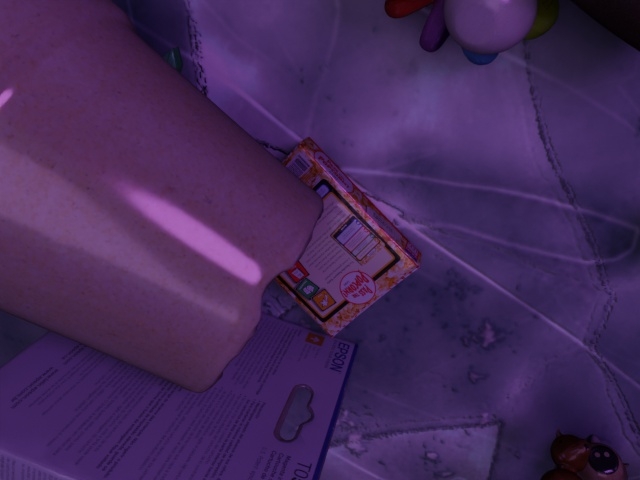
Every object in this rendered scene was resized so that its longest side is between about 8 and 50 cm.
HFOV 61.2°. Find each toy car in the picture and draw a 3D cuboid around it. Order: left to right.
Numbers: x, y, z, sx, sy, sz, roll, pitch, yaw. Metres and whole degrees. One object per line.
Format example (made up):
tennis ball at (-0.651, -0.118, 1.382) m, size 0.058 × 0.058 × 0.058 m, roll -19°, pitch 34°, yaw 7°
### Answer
toy car at (0.122, -0.234, 0.488) m, size 0.182 × 0.159 × 0.136 m, roll 39°, pitch 148°, yaw -3°

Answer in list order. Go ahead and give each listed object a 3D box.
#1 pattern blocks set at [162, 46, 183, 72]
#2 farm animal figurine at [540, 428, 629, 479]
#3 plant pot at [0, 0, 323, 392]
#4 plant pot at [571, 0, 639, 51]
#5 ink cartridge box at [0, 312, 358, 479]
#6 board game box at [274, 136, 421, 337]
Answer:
pattern blocks set at (-0.324, -0.208, 0.654) m, size 0.324 × 0.026 × 0.286 m, roll 15°, pitch 112°, yaw 7°
farm animal figurine at (0.354, 0.324, 0.620) m, size 0.329 × 0.172 × 0.327 m, roll 9°, pitch 124°, yaw 2°
plant pot at (-0.177, -0.031, 0.507) m, size 0.305 × 0.334 × 0.334 m, roll 33°, pitch 114°, yaw -7°
plant pot at (0.230, -0.237, 0.359) m, size 0.215 × 0.216 × 0.230 m, roll -37°, pitch 127°, yaw 22°
ink cartridge box at (-0.146, 0.167, 0.586) m, size 0.329 × 0.324 × 0.072 m, roll 19°, pitch 114°, yaw 7°
board game box at (0.000, 0.000, 0.641) m, size 0.193 × 0.045 × 0.146 m, roll 46°, pitch 113°, yaw -5°
